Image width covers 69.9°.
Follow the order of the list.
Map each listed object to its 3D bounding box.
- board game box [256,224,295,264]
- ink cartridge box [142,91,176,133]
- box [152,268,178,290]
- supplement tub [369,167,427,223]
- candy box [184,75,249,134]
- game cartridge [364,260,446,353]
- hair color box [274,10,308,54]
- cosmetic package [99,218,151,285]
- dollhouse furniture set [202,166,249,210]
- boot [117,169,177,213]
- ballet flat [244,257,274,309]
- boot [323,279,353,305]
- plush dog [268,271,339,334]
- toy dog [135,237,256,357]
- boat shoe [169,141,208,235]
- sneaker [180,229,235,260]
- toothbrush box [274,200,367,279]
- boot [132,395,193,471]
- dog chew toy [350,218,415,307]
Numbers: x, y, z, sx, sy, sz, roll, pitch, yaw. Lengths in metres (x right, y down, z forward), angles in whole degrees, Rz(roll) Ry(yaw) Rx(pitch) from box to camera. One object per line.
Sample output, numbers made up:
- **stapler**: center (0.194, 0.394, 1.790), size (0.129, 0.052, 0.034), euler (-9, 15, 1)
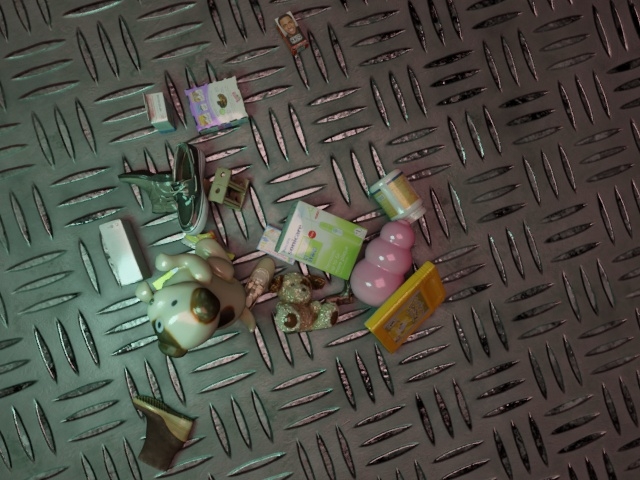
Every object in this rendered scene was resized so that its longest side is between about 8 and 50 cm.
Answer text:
- **board game box**: center (-0.155, 0.017, 1.757), size (0.154, 0.026, 0.103), euler (25, 87, -5)
- **ink cartridge box**: center (-0.577, -0.462, 1.647), size (0.062, 0.181, 0.104), euler (-11, 90, -5)
- **box**: center (-0.521, 0.149, 1.711), size (0.178, 0.042, 0.109), euler (-36, 93, -5)
- **supplement tub**: center (0.297, -0.160, 1.745), size (0.144, 0.144, 0.199), euler (-37, 93, -5)
- **candy box**: center (-0.387, -0.506, 1.723), size (0.197, 0.070, 0.164), euler (-17, 90, -5)
- **game cartridge**: center (0.328, 0.256, 1.692), size (0.324, 0.285, 0.053), euler (-43, 52, -4)
- **hair color box**: center (-0.112, -0.800, 1.768), size (0.072, 0.043, 0.141), euler (-32, 91, -4)
- **cosmetic package**: center (-0.706, 0.044, 1.660), size (0.086, 0.117, 0.230), euler (-20, 90, -5)
- **dollhouse furniture set**: center (-0.387, -0.203, 1.710), size (0.184, 0.129, 0.128), euler (15, 86, 25)
- **boot**: center (-0.626, -0.173, 1.684), size (0.247, 0.083, 0.161), euler (4, 111, 13)
- **ballet flat**: center (-0.246, 0.179, 1.719), size (0.086, 0.086, 0.248), euler (29, 86, -4)
- **boot**: center (0.063, 0.207, 1.773), size (0.114, 0.037, 0.106), euler (-13, 88, -1)
- **plush dog**: center (-0.086, 0.228, 1.707), size (0.263, 0.211, 0.225), euler (2, 73, -33)
- **toy dog**: center (-0.409, 0.217, 1.480), size (0.285, 0.408, 0.395), euler (-40, 94, 8)
- **boat shoe**: center (-0.476, -0.183, 1.605), size (0.121, 0.119, 0.334), euler (-12, 75, 22)
- **sneaker**: center (-0.408, 0.011, 1.707), size (0.209, 0.081, 0.094), euler (25, 84, -4)
- **toothbrush box**: center (0.000, 0.000, 1.707), size (0.283, 0.122, 0.206), euler (23, 86, -13)
- **boot**: center (-0.614, 0.704, 1.668), size (0.249, 0.090, 0.206), euler (31, 84, -8)
- **dog chew toy**: center (0.242, 0.077, 1.689), size (0.207, 0.206, 0.331), euler (22, 98, -5)
